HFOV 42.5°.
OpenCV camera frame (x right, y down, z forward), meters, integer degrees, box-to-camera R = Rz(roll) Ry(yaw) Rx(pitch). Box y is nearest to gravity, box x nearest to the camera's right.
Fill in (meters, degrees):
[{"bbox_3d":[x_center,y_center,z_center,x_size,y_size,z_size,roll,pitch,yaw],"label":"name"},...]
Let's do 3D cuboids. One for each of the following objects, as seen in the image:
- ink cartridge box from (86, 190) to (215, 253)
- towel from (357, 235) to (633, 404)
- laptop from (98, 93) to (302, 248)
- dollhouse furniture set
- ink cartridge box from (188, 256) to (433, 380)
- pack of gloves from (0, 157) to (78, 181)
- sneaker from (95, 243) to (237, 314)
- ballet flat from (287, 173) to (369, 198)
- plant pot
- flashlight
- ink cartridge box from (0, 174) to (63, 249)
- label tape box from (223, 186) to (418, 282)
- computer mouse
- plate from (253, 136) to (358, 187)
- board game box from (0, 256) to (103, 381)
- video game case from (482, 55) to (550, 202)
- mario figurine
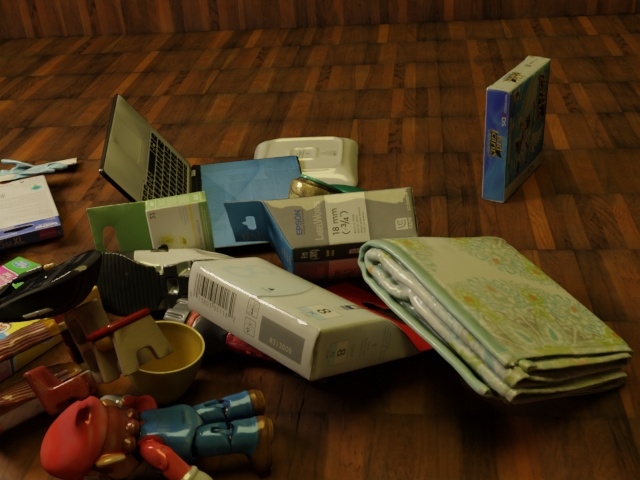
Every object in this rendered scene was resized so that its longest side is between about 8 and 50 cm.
[{"bbox_3d":[-0.334,0.001,1.647,0.235,0.171,0.056,-10,30,-8],"label":"ink cartridge box"},{"bbox_3d":[0.279,0.113,1.324,0.321,0.090,0.374,2,32,-37],"label":"towel"},{"bbox_3d":[-0.246,-0.170,1.821,0.236,0.408,0.382,-36,31,14],"label":"laptop"},{"bbox_3d":[-0.401,0.167,1.210,0.201,0.152,0.374,-27,1,-36],"label":"dollhouse furniture set"},{"bbox_3d":[0.022,0.105,1.377,0.385,0.091,0.308,-7,21,-44],"label":"ink cartridge box"},{"bbox_3d":[-0.759,-0.193,2.119,0.232,0.046,0.195,-11,13,-5],"label":"pack of gloves"},{"bbox_3d":[-0.297,0.072,1.598,0.331,0.122,0.146,3,13,16],"label":"sneaker"},{"bbox_3d":[0.022,-0.069,1.754,0.123,0.123,0.348,9,3,23],"label":"ballet flat"},{"bbox_3d":[-0.256,0.209,1.339,0.134,0.095,0.134,4,31,-2],"label":"plant pot"},{"bbox_3d":[-0.118,0.174,1.390,0.304,0.103,0.103,11,58,23],"label":"flashlight"},{"bbox_3d":[-0.709,-0.056,1.909,0.186,0.065,0.311,-15,29,-20],"label":"ink cartridge box"},{"bbox_3d":[0.000,0.000,1.537,0.334,0.240,0.105,-5,72,-2],"label":"label tape box"},{"bbox_3d":[-0.413,0.077,1.239,0.262,0.060,0.184,-25,17,15],"label":"computer mouse"},{"bbox_3d":[-0.043,-0.205,2.096,0.278,0.045,0.277,-2,29,4],"label":"plate"},{"bbox_3d":[-0.604,0.156,1.520,0.242,0.064,0.316,15,35,31],"label":"board game box"},{"bbox_3d":[0.452,-0.258,1.894,0.061,0.269,0.244,15,36,29],"label":"video game case"},{"bbox_3d":[-0.238,0.304,1.196,0.321,0.170,0.198,-1,-7,-15],"label":"mario figurine"}]
